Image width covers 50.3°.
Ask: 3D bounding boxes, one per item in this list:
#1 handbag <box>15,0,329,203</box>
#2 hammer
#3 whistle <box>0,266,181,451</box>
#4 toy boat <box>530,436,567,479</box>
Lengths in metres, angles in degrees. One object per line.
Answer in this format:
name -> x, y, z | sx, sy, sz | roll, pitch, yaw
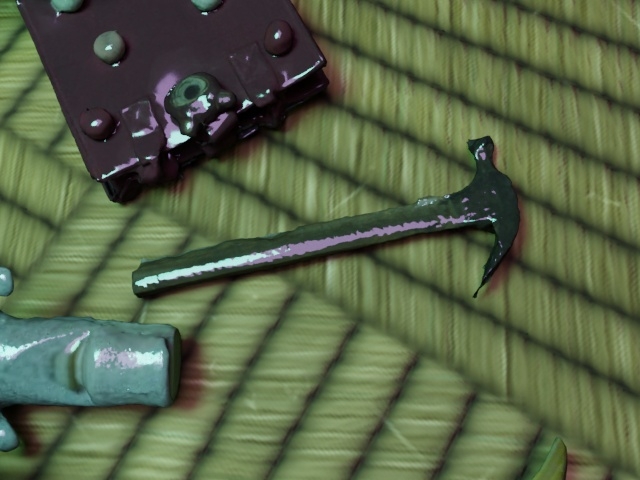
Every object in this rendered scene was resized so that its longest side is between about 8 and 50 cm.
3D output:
handbag -> -0.123, -0.160, 0.553 | 0.203, 0.074, 0.216 | -28, 71, 0
hammer -> 0.000, 0.000, 0.513 | 0.297, 0.027, 0.125 | -10, 67, 3
whistle -> -0.275, 0.080, 0.478 | 0.346, 0.133, 0.142 | 2, 69, -3
toy boat -> 0.098, 0.193, 0.425 | 0.172, 0.065, 0.066 | -38, 53, -8
